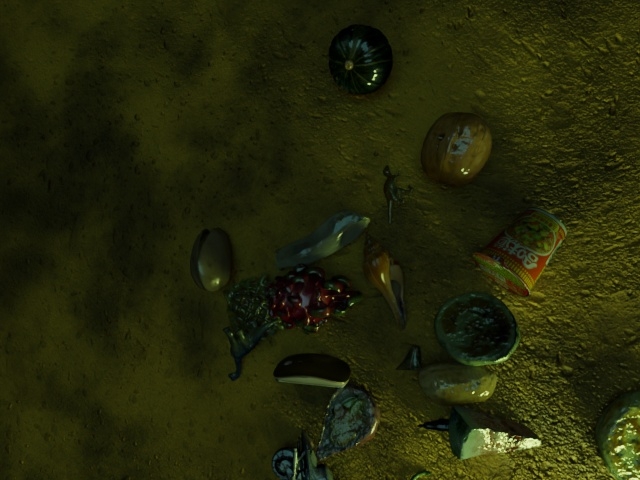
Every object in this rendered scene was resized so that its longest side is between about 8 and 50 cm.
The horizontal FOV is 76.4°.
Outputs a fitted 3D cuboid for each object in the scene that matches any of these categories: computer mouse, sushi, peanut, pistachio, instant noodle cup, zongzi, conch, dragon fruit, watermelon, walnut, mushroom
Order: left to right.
[{"bbox_3d":[-0.374,0.063,1.387,0.137,0.153,0.238,-7,56,2],"label":"pistachio"},{"bbox_3d":[-0.032,0.175,1.268,0.272,0.198,0.218,-27,58,23],"label":"dragon fruit"},{"bbox_3d":[-0.028,0.408,1.285,0.245,0.126,0.056,1,107,14],"label":"computer mouse"},{"bbox_3d":[0.000,0.002,1.330,0.351,0.097,0.109,-31,78,11],"label":"mushroom"},{"bbox_3d":[0.091,0.568,1.237,0.161,0.107,0.241,13,71,16],"label":"sushi"},{"bbox_3d":[0.200,0.127,1.280,0.093,0.109,0.330,-6,107,49],"label":"conch"},{"bbox_3d":[0.272,0.365,1.267,0.083,0.040,0.076,-9,75,29],"label":"zongzi"},{"bbox_3d":[0.405,-0.273,1.221,0.195,0.195,0.222,25,92,14],"label":"walnut"},{"bbox_3d":[0.399,0.416,1.185,0.224,0.129,0.129,-4,84,10],"label":"peanut"},{"bbox_3d":[0.495,0.564,1.155,0.241,0.094,0.154,2,104,-4],"label":"watermelon"},{"bbox_3d":[0.579,0.021,1.164,0.193,0.193,0.212,42,87,13],"label":"instant noodle cup"}]

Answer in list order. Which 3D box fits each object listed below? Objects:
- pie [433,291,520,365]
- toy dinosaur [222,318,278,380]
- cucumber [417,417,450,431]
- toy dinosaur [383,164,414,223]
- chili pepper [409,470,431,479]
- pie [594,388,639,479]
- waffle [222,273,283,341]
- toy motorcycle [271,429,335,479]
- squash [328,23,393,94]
[{"bbox_3d":[0.457,0.256,1.196,0.240,0.054,0.241,-11,53,15],"label":"pie"},{"bbox_3d":[-0.228,0.359,1.339,0.247,0.075,0.188,-21,105,12],"label":"toy dinosaur"},{"bbox_3d":[0.375,0.555,1.222,0.163,0.043,0.039,-1,47,11],"label":"cucumber"},{"bbox_3d":[0.223,-0.154,1.328,0.126,0.039,0.162,38,98,23],"label":"toy dinosaur"},{"bbox_3d":[0.297,0.720,1.231,0.083,0.017,0.030,-33,80,7],"label":"chili pepper"},{"bbox_3d":[0.904,0.545,1.089,0.302,0.067,0.303,-1,86,12],"label":"pie"},{"bbox_3d":[-0.223,0.234,1.376,0.204,0.054,0.223,-19,81,10],"label":"waffle"},{"bbox_3d":[-0.017,0.758,1.258,0.173,0.108,0.307,-37,77,-2],"label":"toy motorcycle"},{"bbox_3d":[0.128,-0.581,1.310,0.218,0.218,0.172,31,56,14],"label":"squash"}]
